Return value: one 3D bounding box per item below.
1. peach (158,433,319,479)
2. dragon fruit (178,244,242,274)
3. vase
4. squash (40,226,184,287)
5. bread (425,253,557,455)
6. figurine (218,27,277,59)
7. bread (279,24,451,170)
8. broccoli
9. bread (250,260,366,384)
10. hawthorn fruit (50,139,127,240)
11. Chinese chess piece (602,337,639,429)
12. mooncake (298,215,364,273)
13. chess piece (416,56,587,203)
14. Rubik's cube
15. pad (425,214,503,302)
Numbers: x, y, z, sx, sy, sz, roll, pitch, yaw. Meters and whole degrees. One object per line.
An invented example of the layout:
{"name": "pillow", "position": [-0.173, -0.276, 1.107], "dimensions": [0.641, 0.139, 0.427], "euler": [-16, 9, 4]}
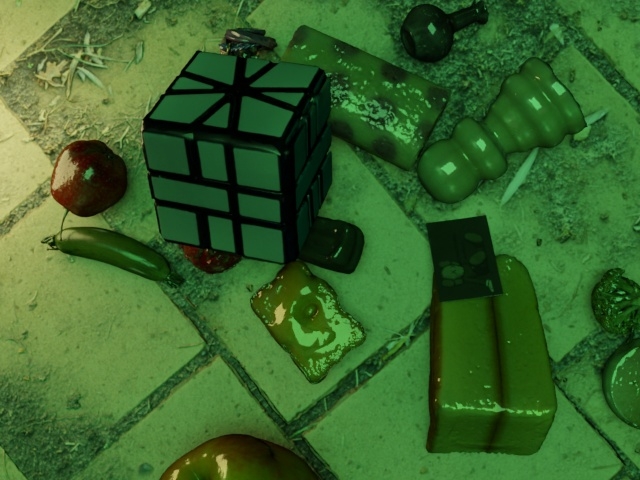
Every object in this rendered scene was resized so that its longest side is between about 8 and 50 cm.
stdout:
{"name": "peach", "position": [-0.149, 0.567, 1.688], "dimensions": [0.369, 0.370, 0.370], "euler": [0, 89, 5]}
{"name": "dragon fruit", "position": [-0.229, -0.009, 1.808], "dimensions": [0.152, 0.111, 0.153], "euler": [0, 86, 2]}
{"name": "vase", "position": [0.258, -0.441, 1.779], "dimensions": [0.182, 0.120, 0.120], "euler": [-26, 87, -10]}
{"name": "squash", "position": [-0.439, 0.022, 1.844], "dimensions": [0.318, 0.080, 0.071], "euler": [17, 52, 4]}
{"name": "bread", "position": [0.337, 0.228, 1.782], "dimensions": [0.233, 0.245, 0.362], "euler": [1, 57, 3]}
{"name": "figurine", "position": [-0.156, -0.378, 1.819], "dimensions": [0.114, 0.126, 0.157], "euler": [42, 134, 36]}
{"name": "bread", "position": [0.076, -0.290, 1.763], "dimensions": [0.338, 0.155, 0.187], "euler": [26, 87, 5]}
{"name": "broccoli", "position": [0.599, 0.125, 1.729], "dimensions": [0.130, 0.120, 0.131], "euler": [44, 59, -15]}
{"name": "bread", "position": [-0.026, 0.163, 1.799], "dimensions": [0.160, 0.088, 0.233], "euler": [-39, 83, -2]}
{"name": "hawthorn fruit", "position": [-0.502, -0.110, 1.820], "dimensions": [0.203, 0.162, 0.163], "euler": [-45, 86, 12]}
{"name": "Chinese chess piece", "position": [0.662, 0.287, 1.741], "dimensions": [0.188, 0.083, 0.189], "euler": [0, 92, 6]}
{"name": "mooncake", "position": [0.000, 0.000, 1.760], "dimensions": [0.175, 0.168, 0.104], "euler": [19, 89, -10]}
{"name": "chess piece", "position": [0.343, -0.200, 1.738], "dimensions": [0.330, 0.182, 0.182], "euler": [-36, 86, 8]}
{"name": "Rubik's cube", "position": [-0.146, -0.162, 1.650], "dimensions": [0.293, 0.289, 0.284], "euler": [8, 131, 13]}
{"name": "pad", "position": [0.291, 0.035, 1.768], "dimensions": [0.127, 0.004, 0.190], "euler": [-8, 58, 4]}
